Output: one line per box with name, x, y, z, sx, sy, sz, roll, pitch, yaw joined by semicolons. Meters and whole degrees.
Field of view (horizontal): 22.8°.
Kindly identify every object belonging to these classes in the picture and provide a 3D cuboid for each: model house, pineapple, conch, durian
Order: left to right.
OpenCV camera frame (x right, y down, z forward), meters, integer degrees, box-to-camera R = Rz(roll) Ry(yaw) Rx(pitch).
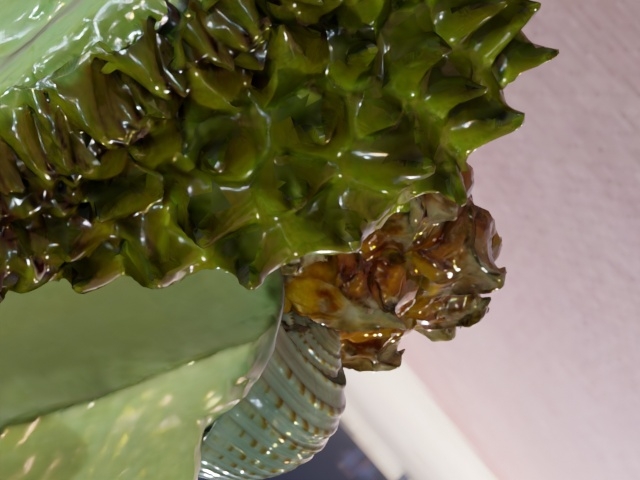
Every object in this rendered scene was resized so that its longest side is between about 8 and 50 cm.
model house;-0.140;0.063;0.640;0.214;0.195;0.189;42;136;37
conch;-0.021;0.072;0.671;0.056;0.085;0.076;29;-171;2
durian;-0.012;-0.066;0.459;0.132;0.375;0.107;40;163;51
pineapple;-0.004;0.004;0.799;0.161;0.158;0.334;36;158;30
